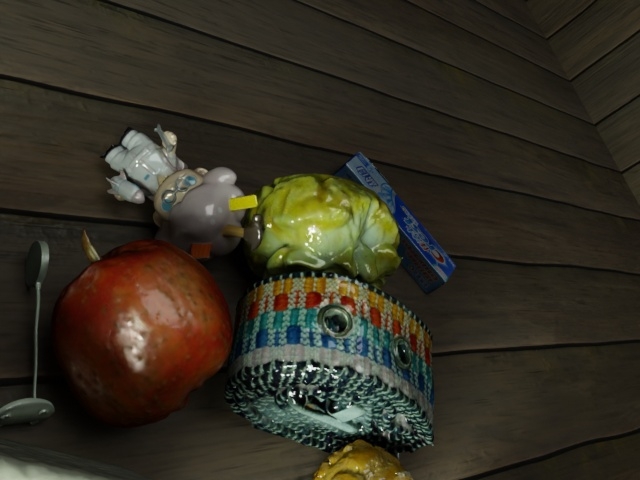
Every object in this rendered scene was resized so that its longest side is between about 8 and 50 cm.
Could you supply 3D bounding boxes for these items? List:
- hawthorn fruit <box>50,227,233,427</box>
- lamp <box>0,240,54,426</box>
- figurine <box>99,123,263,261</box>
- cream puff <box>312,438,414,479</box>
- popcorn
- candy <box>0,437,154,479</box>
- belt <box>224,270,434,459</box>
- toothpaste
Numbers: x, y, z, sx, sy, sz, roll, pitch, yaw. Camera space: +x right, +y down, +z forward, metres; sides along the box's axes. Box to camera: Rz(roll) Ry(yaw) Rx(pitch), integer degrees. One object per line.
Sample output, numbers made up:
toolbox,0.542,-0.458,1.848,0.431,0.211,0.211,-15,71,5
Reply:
hawthorn fruit,-0.189,0.078,0.691,0.200,0.179,0.179,58,35,-16
lamp,-0.297,0.086,0.683,0.056,0.050,0.198,12,53,-38
figurine,-0.175,-0.051,0.872,0.229,0.112,0.137,40,81,2
cream puff,0.040,0.303,0.805,0.144,0.103,0.126,-38,128,-31
popcorn,0.000,0.000,0.937,0.221,0.204,0.184,22,66,-33
candy,-0.274,0.198,0.461,0.358,0.208,0.145,27,68,-31
belt,0.027,0.148,0.840,0.295,0.207,0.160,28,46,-30
toothpaste,0.130,-0.032,1.215,0.272,0.053,0.066,50,38,-4
